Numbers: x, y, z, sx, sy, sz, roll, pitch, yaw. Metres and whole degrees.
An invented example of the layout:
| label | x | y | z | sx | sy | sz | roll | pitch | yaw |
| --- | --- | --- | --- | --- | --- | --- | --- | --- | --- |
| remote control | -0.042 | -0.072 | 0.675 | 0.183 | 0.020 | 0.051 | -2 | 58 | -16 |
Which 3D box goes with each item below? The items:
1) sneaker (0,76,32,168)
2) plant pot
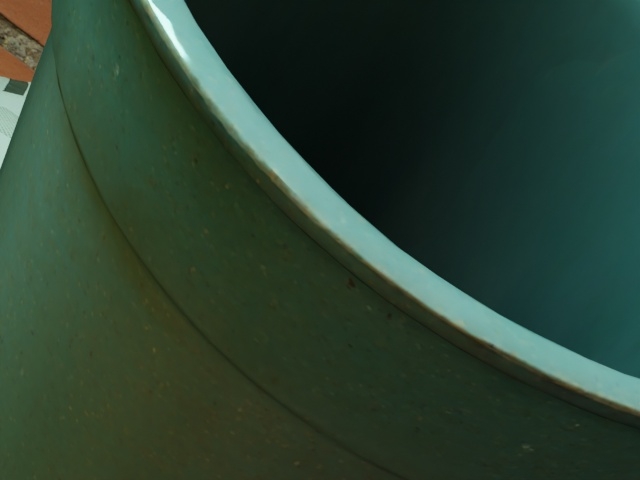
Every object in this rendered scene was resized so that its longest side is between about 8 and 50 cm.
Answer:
| label | x | y | z | sx | sy | sz | roll | pitch | yaw |
| --- | --- | --- | --- | --- | --- | --- | --- | --- | --- |
| sneaker | -0.149 | 0.044 | 0.974 | 0.169 | 0.257 | 0.447 | -59 | 38 | 20 |
| plant pot | 0.016 | 0.013 | 0.666 | 0.334 | 0.341 | 0.341 | -54 | 7 | 43 |
